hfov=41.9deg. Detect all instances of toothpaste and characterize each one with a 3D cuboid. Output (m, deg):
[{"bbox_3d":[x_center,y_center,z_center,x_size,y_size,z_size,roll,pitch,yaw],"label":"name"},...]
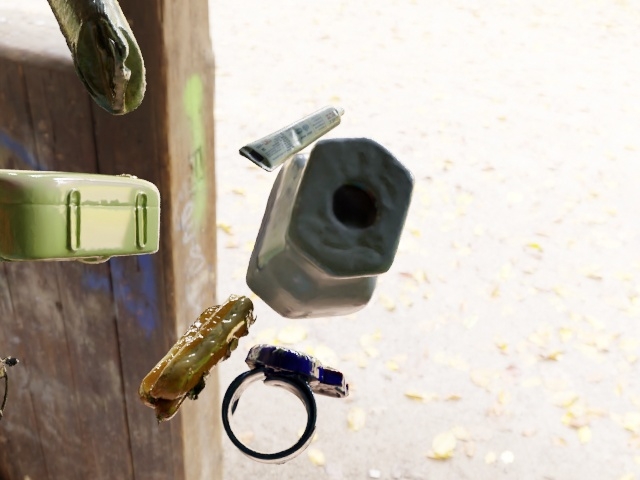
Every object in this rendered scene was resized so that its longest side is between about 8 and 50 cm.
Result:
[{"bbox_3d":[-0.039,-0.198,1.565,0.268,0.047,0.069,-36,94,-42],"label":"toothpaste"}]

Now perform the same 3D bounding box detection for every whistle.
[{"bbox_3d":[-0.220,-0.240,0.705,0.057,0.068,0.326,-17,60,-22],"label":"whistle"}]

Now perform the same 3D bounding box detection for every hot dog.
[{"bbox_3d":[-0.179,0.168,1.237,0.072,0.109,0.269,49,40,-9],"label":"hot dog"}]

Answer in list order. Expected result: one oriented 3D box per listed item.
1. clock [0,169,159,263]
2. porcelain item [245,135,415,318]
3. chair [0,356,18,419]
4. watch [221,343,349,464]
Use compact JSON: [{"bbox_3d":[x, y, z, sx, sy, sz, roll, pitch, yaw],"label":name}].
[{"bbox_3d":[-0.351,-0.028,0.919,0.308,0.096,0.235,2,4,25],"label":"clock"},{"bbox_3d":[0.000,0.000,1.217,0.178,0.405,0.242,19,74,-7],"label":"porcelain item"},{"bbox_3d":[-0.503,0.191,1.130,0.149,0.213,0.174,42,50,14],"label":"chair"},{"bbox_3d":[-0.072,0.293,1.471,0.196,0.171,0.200,13,69,14],"label":"watch"}]
